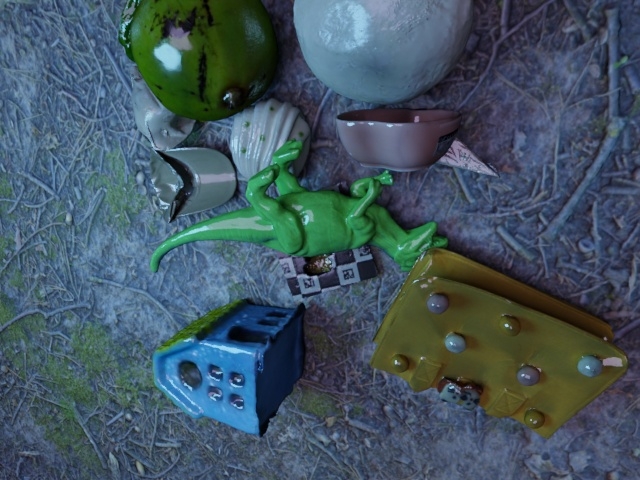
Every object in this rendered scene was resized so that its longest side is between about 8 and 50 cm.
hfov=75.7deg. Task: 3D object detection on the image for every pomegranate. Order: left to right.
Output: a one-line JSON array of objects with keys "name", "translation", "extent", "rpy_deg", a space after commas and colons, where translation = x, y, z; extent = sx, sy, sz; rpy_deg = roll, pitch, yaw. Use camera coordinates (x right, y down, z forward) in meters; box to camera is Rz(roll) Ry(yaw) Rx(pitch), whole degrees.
[{"name": "pomegranate", "translation": [-0.226, -0.381, 0.755], "extent": [0.260, 0.260, 0.341], "rpy_deg": [-35, 88, 23]}]

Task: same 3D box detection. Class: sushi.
[{"name": "sushi", "translation": [0.000, 0.000, 0.884], "extent": [0.192, 0.050, 0.215], "rpy_deg": [-18, 103, 6]}]

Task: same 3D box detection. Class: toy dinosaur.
[{"name": "toy dinosaur", "translation": [-0.048, 0.014, 0.833], "extent": [0.500, 0.144, 0.374], "rpy_deg": [-34, 118, 22]}]

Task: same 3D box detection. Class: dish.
[{"name": "dish", "translation": [0.132, -0.175, 0.718], "extent": [0.213, 0.213, 0.091], "rpy_deg": [5, 114, 17]}]

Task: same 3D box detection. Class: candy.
[{"name": "candy", "translation": [0.090, -0.331, 0.646], "extent": [0.295, 0.295, 0.185], "rpy_deg": [7, 65, 16]}]

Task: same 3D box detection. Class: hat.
[{"name": "hat", "translation": [-0.290, -0.135, 0.944], "extent": [0.173, 0.144, 0.167], "rpy_deg": [-11, 103, -24]}]

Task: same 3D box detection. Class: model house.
[{"name": "model house", "translation": [-0.202, 0.257, 0.926], "extent": [0.303, 0.237, 0.216], "rpy_deg": [4, 104, 19]}]

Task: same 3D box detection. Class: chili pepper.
[{"name": "chili pepper", "translation": [-0.356, -0.490, 0.849], "extent": [0.100, 0.074, 0.257], "rpy_deg": [36, 114, 5]}]

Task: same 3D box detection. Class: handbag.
[{"name": "handbag", "translation": [0.319, 0.214, 0.789], "extent": [0.400, 0.133, 0.283], "rpy_deg": [23, 123, 3]}]

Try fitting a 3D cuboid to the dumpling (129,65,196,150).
[{"name": "dumpling", "translation": [-0.333, -0.289, 0.880], "extent": [0.136, 0.118, 0.199], "rpy_deg": [-22, 90, -17]}]

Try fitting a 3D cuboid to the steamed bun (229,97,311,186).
[{"name": "steamed bun", "translation": [-0.110, -0.198, 0.836], "extent": [0.182, 0.106, 0.183], "rpy_deg": [4, 105, 16]}]

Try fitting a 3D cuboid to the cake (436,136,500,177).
[{"name": "cake", "translation": [0.269, -0.142, 0.758], "extent": [0.121, 0.052, 0.065], "rpy_deg": [38, 107, 4]}]
